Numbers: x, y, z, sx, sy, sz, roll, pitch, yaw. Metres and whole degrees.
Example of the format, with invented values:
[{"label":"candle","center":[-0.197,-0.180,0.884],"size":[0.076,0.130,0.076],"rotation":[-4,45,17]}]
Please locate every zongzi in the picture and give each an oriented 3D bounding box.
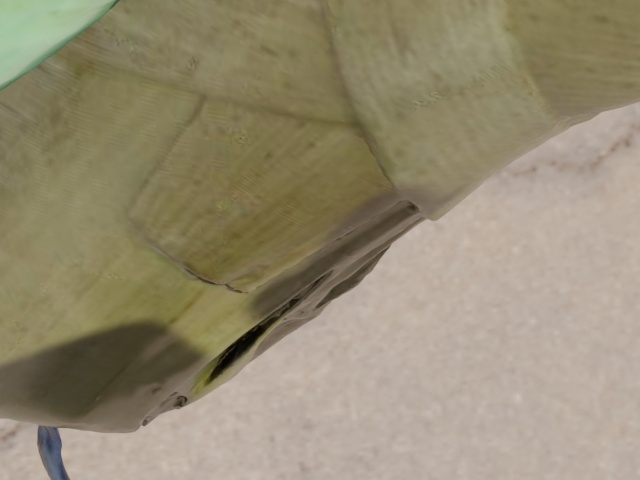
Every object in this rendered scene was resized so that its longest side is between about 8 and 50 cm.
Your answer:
[{"label":"zongzi","center":[-0.017,-0.003,0.640],"size":[0.218,0.467,0.500],"rotation":[11,114,-36]}]

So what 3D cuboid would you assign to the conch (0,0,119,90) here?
[{"label":"conch","center":[-0.072,-0.081,0.316],"size":[0.106,0.170,0.079],"rotation":[57,32,-27]}]
